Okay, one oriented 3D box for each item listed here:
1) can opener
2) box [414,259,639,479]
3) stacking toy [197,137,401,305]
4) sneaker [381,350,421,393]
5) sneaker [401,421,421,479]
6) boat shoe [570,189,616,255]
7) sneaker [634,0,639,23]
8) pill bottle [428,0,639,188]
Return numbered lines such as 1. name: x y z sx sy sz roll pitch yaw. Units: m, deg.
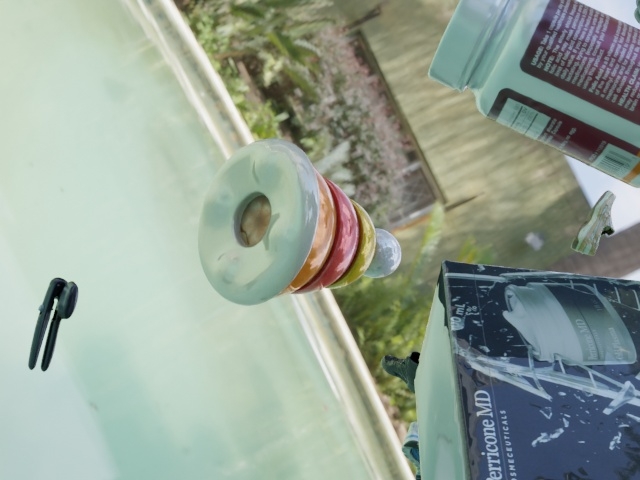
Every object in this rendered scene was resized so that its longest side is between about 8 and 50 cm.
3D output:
1. can opener: -0.518 0.160 1.624 0.059 0.186 0.073 22 -2 -26
2. box: 0.397 0.299 1.234 0.480 0.471 0.298 -87 -179 -54
3. stacking toy: 0.000 0.000 1.884 0.479 0.350 0.351 17 38 -45
4. sneaker: 0.201 0.275 1.880 0.170 0.051 0.089 37 -52 45
5. sneaker: 0.234 0.468 1.855 0.083 0.071 0.191 -74 149 -49
6. boat shoe: 0.676 -0.037 2.053 0.072 0.190 0.068 28 -22 21
7. sneaker: 0.665 -0.490 1.603 0.101 0.153 0.269 89 -8 -70
8. pill bottle: 0.386 -0.262 1.353 0.392 0.224 0.224 27 -3 5
